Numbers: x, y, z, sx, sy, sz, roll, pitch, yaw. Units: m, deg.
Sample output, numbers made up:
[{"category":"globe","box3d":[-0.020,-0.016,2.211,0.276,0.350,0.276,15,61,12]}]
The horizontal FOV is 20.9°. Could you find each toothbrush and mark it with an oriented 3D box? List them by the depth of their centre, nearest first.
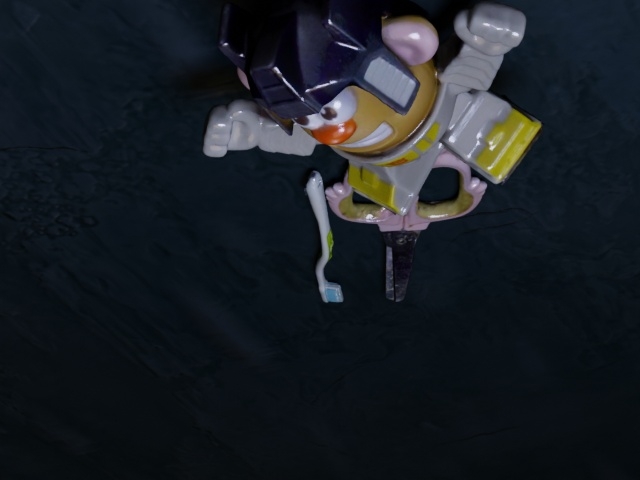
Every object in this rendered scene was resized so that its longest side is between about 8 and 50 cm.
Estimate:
[{"category":"toothbrush","box3d":[0.000,0.000,1.793,0.026,0.022,0.263,8,152,11]}]

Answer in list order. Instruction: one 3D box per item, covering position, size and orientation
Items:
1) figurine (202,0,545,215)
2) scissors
[{"category":"figurine","box3d":[0.036,-0.129,1.450,0.309,0.143,0.308,-13,143,-10]},{"category":"scissors","box3d":[0.082,-0.017,1.766,0.160,0.024,0.317,-2,150,-3]}]
